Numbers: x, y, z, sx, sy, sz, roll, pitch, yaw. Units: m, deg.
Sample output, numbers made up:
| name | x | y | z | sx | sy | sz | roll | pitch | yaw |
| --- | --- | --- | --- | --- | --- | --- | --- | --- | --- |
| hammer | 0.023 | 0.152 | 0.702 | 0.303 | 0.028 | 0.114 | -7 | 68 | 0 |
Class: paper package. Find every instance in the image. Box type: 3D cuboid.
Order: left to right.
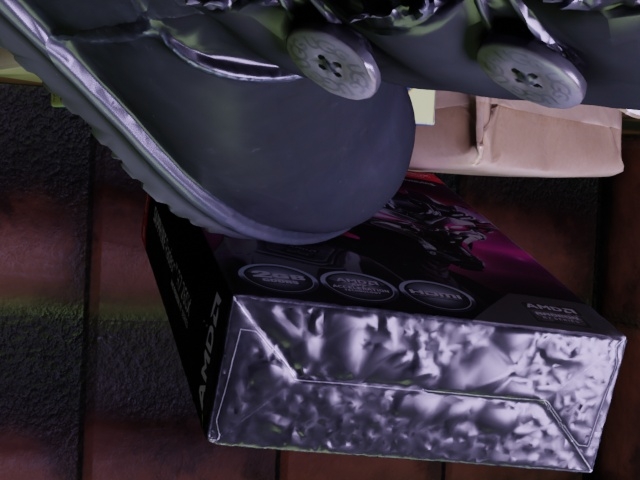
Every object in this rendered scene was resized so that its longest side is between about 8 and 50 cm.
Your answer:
| name | x | y | z | sx | sy | sz | roll | pitch | yaw |
| --- | --- | --- | --- | --- | --- | --- | --- | --- | --- |
| paper package | 0.078 | -0.144 | 1.203 | 0.324 | 0.168 | 0.309 | 3 | -178 | 35 |

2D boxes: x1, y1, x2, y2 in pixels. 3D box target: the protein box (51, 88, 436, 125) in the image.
| name | x | y | z | sx | sy | sz | roll | pitch | yaw |
| --- | --- | --- | --- | --- | --- | --- | --- | --- | --- |
| protein box | -0.053 | -0.153 | 0.924 | 0.199 | 0.136 | 0.201 | 1 | -177 | -37 |

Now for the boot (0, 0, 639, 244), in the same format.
| name | x | y | z | sx | sy | sz | roll | pitch | yaw |
| --- | --- | --- | --- | --- | --- | --- | --- | --- | --- |
| boot | 0.085 | -0.089 | 0.541 | 0.445 | 0.146 | 0.367 | 3 | 162 | 37 |

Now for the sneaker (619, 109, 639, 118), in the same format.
| name | x | y | z | sx | sy | sz | roll | pitch | yaw |
| --- | --- | --- | --- | --- | --- | --- | --- | --- | --- |
| sneaker | 0.311 | -0.179 | 1.167 | 0.064 | 0.086 | 0.192 | 35 | -142 | 9 |

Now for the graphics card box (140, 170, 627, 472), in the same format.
| name | x | y | z | sx | sy | sz | roll | pitch | yaw |
| --- | --- | --- | --- | --- | --- | --- | --- | --- | --- |
| graphics card box | 0.014 | 0.026 | 0.872 | 0.232 | 0.094 | 0.371 | 8 | -163 | -15 |

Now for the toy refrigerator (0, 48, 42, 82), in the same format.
| name | x | y | z | sx | sy | sz | roll | pitch | yaw |
| --- | --- | --- | --- | --- | --- | --- | --- | --- | --- |
| toy refrigerator | -0.204 | -0.198 | 1.263 | 0.102 | 0.094 | 0.269 | -4 | 180 | 26 |
